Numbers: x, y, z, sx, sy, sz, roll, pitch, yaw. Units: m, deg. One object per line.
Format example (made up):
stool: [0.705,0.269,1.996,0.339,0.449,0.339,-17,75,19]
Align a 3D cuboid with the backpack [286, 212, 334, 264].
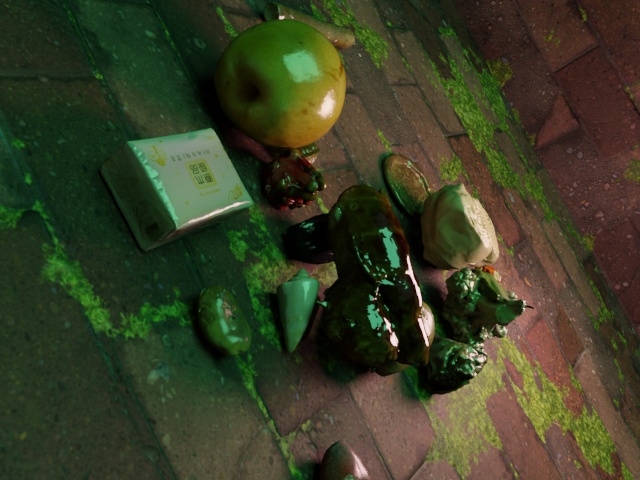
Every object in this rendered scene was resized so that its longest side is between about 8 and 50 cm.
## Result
backpack: [-0.002,-0.004,1.507,0.165,0.106,0.119,-2,87,-34]

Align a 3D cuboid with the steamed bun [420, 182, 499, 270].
steamed bun: [0.401,-0.026,1.949,0.276,0.203,0.289,59,22,-13]

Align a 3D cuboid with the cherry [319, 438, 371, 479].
cherry: [0.047,0.459,1.245,0.106,0.087,0.126,31,25,-26]

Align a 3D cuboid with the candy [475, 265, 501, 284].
candy: [0.487,0.048,2.120,0.084,0.078,0.287,-27,79,-43]

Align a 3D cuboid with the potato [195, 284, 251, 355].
potato: [-0.182,0.150,1.197,0.092,0.070,0.137,-13,77,-56]

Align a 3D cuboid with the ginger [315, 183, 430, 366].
ginger: [0.089,0.073,1.362,0.254,0.176,0.418,-2,74,-36]

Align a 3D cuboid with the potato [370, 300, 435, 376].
potato: [0.173,0.218,1.521,0.174,0.159,0.251,31,48,12]

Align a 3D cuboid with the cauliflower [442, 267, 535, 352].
cauliflower: [0.469,0.188,1.810,0.239,0.315,0.256,-29,100,-16]

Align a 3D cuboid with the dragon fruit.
dragon fruit: [-0.059,-0.136,1.509,0.133,0.208,0.149,14,97,-30]

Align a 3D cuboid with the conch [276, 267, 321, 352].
conch: [-0.040,0.146,1.361,0.094,0.104,0.176,-9,71,-6]

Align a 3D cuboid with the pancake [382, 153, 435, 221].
pancake: [0.282,-0.170,2.044,0.250,0.031,0.250,28,47,-35]

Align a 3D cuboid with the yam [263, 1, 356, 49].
yam: [-0.028,-0.647,1.966,0.372,0.083,0.083,-1,66,-49]

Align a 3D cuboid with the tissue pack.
tissue pack: [-0.268,-0.104,1.230,0.225,0.124,0.184,-26,88,-55]

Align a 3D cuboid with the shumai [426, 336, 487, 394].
shumai: [0.340,0.338,1.665,0.184,0.184,0.141,35,65,-31]

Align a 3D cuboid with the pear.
pear: [-0.086,-0.361,1.505,0.314,0.314,0.314,31,44,-35]

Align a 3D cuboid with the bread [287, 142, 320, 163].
bread: [-0.047,-0.214,1.642,0.110,0.060,0.066,-38,127,-55]
